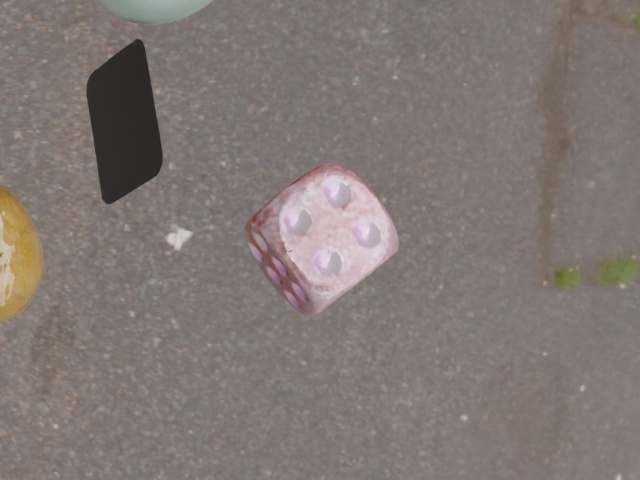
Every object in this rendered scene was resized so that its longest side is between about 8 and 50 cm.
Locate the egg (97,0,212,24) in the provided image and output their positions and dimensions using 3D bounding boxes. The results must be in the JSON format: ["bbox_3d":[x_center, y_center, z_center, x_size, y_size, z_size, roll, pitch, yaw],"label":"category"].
[{"bbox_3d":[-0.176,-0.455,1.158,0.230,0.230,0.371,25,109,-44],"label":"egg"}]

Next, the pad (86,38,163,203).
[{"bbox_3d":[-0.351,-0.210,1.561,0.004,0.181,0.267,9,63,-48],"label":"pad"}]

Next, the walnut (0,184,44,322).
[{"bbox_3d":[-0.513,0.020,1.296,0.195,0.195,0.221,-17,100,-41],"label":"walnut"}]

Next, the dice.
[{"bbox_3d":[0.000,0.000,0.701,0.091,0.094,0.093,-37,85,-18],"label":"dice"}]
